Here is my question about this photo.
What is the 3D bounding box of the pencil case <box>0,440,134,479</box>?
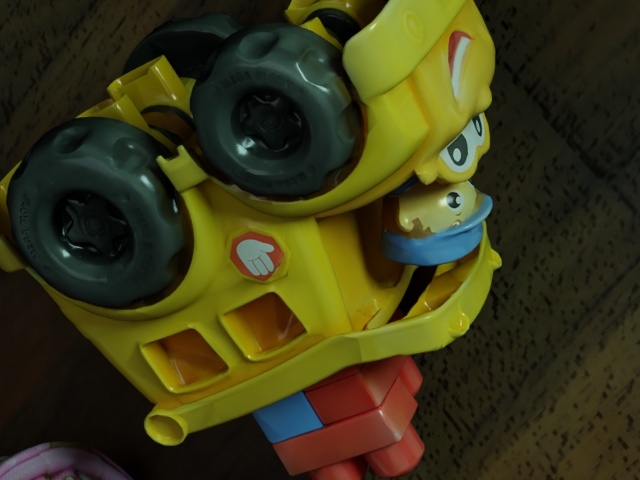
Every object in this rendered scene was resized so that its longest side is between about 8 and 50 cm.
[{"bbox_3d":[-0.247,0.223,0.997,0.386,0.167,0.160,-19,115,33],"label":"pencil case"}]

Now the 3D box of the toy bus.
[{"bbox_3d":[0.000,0.000,0.832,0.220,0.149,0.211,-26,105,31],"label":"toy bus"}]
